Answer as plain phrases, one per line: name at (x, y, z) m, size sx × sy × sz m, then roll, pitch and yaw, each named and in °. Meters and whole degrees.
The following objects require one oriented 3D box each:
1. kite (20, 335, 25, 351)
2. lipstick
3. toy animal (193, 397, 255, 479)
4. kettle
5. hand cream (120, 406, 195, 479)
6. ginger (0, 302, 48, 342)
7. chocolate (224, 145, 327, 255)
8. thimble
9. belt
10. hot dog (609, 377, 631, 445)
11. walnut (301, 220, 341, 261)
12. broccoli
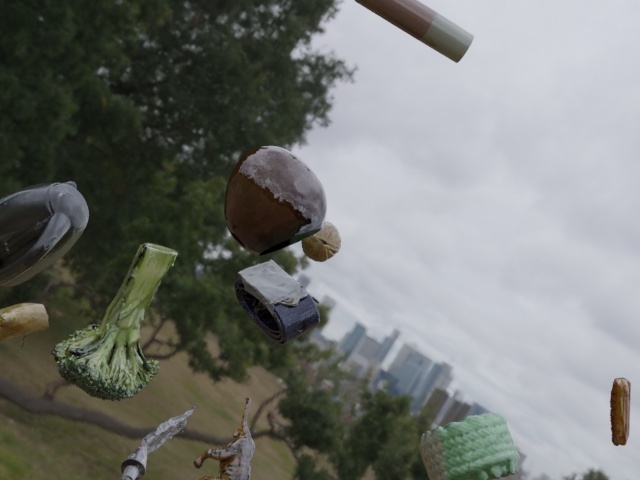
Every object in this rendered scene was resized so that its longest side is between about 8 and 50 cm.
kite at (-0.544, 0.158, 1.561) m, size 0.004 × 0.122 × 0.090 m, roll 18°, pitch 34°, yaw -13°
lipstick at (0.197, -0.466, 1.751) m, size 0.254 × 0.070 × 0.070 m, roll 30°, pitch -6°, yaw -6°
toy animal at (-0.159, 0.409, 1.594) m, size 0.116 × 0.255 × 0.114 m, roll -21°, pitch -40°, yaw 33°
kettle at (-0.768, -0.012, 2.205) m, size 0.228 × 0.324 × 0.321 m, roll 49°, pitch 29°, yaw -27°
hand cream at (-0.344, 0.430, 1.744) m, size 0.050 × 0.084 × 0.257 m, roll 31°, pitch 26°, yaw 8°
ginger at (-0.614, 0.168, 1.477) m, size 0.118 × 0.299 × 0.065 m, roll 16°, pitch 56°, yaw -75°
chocolate at (-0.078, -0.068, 1.342) m, size 0.177 × 0.176 × 0.177 m, roll 32°, pitch -6°, yaw 4°
thimble at (0.335, 0.489, 1.896) m, size 0.219 × 0.219 × 0.150 m, roll 47°, pitch 23°, yaw -66°
belt at (-0.095, 0.138, 1.925) m, size 0.230 × 0.126 × 0.139 m, roll 36°, pitch -38°, yaw 47°
hot dog at (0.603, 0.346, 1.684) m, size 0.038 × 0.144 × 0.062 m, roll 3°, pitch 9°, yaw 27°
walnut at (0.000, 0.000, 2.060) m, size 0.105 × 0.105 × 0.124 m, roll 34°, pitch 6°, yaw -14°
broccoli at (-0.436, 0.173, 1.860) m, size 0.221 × 0.361 × 0.252 m, roll 28°, pitch -17°, yaw 9°
